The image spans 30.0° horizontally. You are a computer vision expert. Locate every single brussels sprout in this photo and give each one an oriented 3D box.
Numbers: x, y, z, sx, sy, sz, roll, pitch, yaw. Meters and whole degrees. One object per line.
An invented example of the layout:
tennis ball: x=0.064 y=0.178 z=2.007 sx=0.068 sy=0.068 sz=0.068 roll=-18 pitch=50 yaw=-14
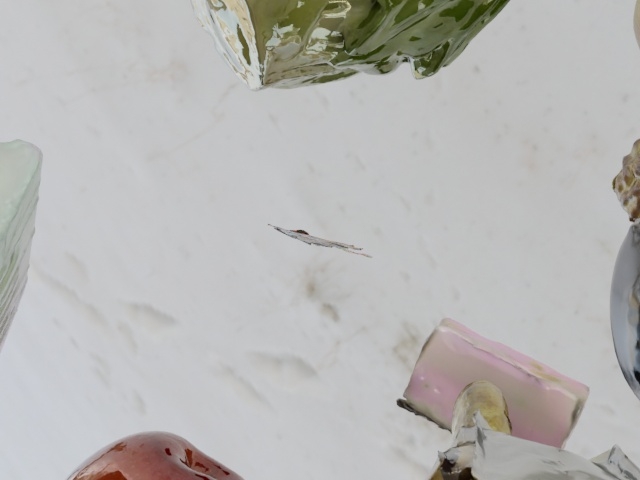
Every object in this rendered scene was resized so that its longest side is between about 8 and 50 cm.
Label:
brussels sprout: x=0.049 y=-0.262 z=0.973 sx=0.247 sy=0.328 sz=0.328 roll=53 pitch=153 yaw=37

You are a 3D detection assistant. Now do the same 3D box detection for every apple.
apple: x=-0.185 y=0.342 z=1.350 sx=0.260 sy=0.216 sz=0.260 roll=37 pitch=179 yaw=1

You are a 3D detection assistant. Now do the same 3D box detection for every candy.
candy: x=0.269 y=0.242 z=1.851 sx=0.265 sy=0.116 sz=0.155 roll=26 pitch=97 yaw=18

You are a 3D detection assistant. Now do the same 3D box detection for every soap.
soap: x=-0.367 y=0.056 z=1.158 sx=0.115 sy=0.208 sz=0.347 roll=24 pitch=148 yaw=-4

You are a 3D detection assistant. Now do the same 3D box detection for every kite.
kite: x=0.000 y=0.000 z=1.629 sx=0.159 sy=0.010 sz=0.190 roll=20 pitch=175 yaw=-23

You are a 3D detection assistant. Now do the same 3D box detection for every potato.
potato: x=0.215 y=0.255 z=1.601 sx=0.080 sy=0.170 sz=0.107 roll=16 pitch=110 yaw=-5

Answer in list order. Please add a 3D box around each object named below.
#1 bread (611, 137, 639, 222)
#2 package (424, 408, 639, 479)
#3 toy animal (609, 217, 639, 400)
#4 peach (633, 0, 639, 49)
bread: x=0.489 y=-0.041 z=1.496 sx=0.181 sy=0.222 sz=0.096 roll=-104 pitch=30 yaw=-53
package: x=0.139 y=0.237 z=0.950 sx=0.165 sy=0.221 sz=0.311 roll=32 pitch=-177 yaw=6
toy animal: x=0.362 y=0.041 z=0.825 sx=0.251 sy=0.251 sz=0.310 roll=54 pitch=164 yaw=3
peach: x=0.470 y=-0.252 z=1.324 sx=0.231 sy=0.231 sz=0.231 roll=35 pitch=144 yaw=31
